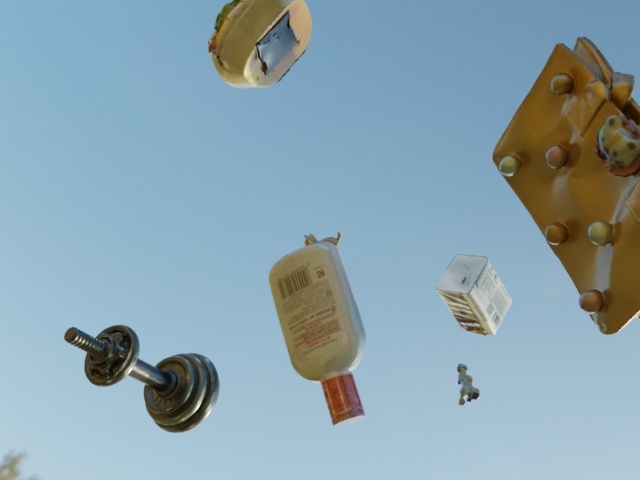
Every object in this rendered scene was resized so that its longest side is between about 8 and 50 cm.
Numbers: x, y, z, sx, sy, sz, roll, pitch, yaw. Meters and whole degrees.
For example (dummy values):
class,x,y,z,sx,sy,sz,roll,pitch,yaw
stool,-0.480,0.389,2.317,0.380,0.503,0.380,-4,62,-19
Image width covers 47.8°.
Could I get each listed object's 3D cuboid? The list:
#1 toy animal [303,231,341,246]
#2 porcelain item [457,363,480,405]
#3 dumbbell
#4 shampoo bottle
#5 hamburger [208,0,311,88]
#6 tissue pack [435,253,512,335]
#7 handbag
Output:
class,x,y,z,sx,sy,sz,roll,pitch,yaw
toy animal,0.000,0.000,1.753,0.083,0.060,0.081,31,-77,-2
porcelain item,0.329,0.344,1.650,0.021,0.136,0.075,12,-72,-7
dumbbell,-0.225,0.164,0.908,0.110,0.110,0.254,8,-23,35
shampoo bottle,0.004,0.116,0.888,0.108,0.051,0.221,-27,-114,21
hamburger,-0.111,-0.380,1.340,0.116,0.210,0.173,29,-16,31
tissue pack,0.333,0.117,1.568,0.099,0.106,0.149,6,-38,47
handbag,0.425,-0.086,1.101,0.283,0.133,0.401,109,-35,-52
